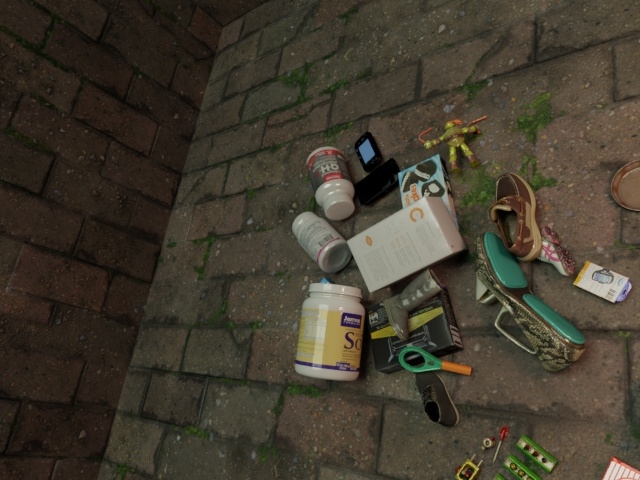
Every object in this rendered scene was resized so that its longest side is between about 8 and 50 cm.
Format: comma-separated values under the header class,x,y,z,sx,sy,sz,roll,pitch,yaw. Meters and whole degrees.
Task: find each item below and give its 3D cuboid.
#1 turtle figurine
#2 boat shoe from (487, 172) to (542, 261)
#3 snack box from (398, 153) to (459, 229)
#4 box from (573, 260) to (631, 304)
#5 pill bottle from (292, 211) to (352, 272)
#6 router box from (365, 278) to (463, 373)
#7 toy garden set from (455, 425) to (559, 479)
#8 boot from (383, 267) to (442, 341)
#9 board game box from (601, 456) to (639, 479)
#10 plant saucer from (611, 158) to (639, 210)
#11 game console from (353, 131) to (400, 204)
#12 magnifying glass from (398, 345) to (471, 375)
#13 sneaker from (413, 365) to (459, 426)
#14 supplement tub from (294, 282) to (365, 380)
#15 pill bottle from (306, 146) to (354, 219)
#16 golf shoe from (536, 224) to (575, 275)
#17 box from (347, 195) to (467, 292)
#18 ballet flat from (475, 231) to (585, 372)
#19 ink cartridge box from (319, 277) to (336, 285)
class,x,y,z,sx,sy,sz,roll,pitch,yaw
turtle figurine,0.524,-0.375,1.860,0.269,0.087,0.217,-15,70,3
boat shoe,0.615,-0.094,1.601,0.123,0.123,0.342,-45,34,49
snack box,0.409,-0.155,1.896,0.187,0.060,0.322,-23,55,32
box,0.814,0.124,1.416,0.136,0.028,0.081,33,93,43
pill bottle,0.000,0.000,2.114,0.160,0.160,0.283,-52,45,9
router box,0.318,0.306,1.730,0.309,0.081,0.243,-27,53,30
toy garden set,0.512,0.655,1.403,0.204,0.049,0.244,35,94,46
boot,0.325,0.217,1.670,0.208,0.076,0.190,-32,51,17
board game box,0.748,0.654,1.195,0.147,0.045,0.193,23,86,46
plant saucer,0.946,-0.160,1.438,0.168,0.029,0.168,-19,59,34
game console,0.220,-0.328,2.165,0.213,0.044,0.361,-36,49,23
magnifying glass,0.371,0.402,1.606,0.231,0.026,0.092,8,117,17
sneaker,0.353,0.488,1.581,0.083,0.118,0.222,-46,46,15
supplement tub,0.040,0.338,1.828,0.241,0.241,0.331,-3,76,41
pill bottle,0.051,-0.249,2.182,0.176,0.176,0.318,-34,50,25
golf shoe,0.716,0.044,1.523,0.086,0.067,0.186,-52,33,35
box,0.305,0.016,1.764,0.345,0.168,0.215,-30,77,31
ballet flat,0.587,0.191,1.512,0.182,0.164,0.483,-58,42,32
ink cartridge box,0.046,0.247,2.020,0.104,0.060,0.180,-53,45,8
